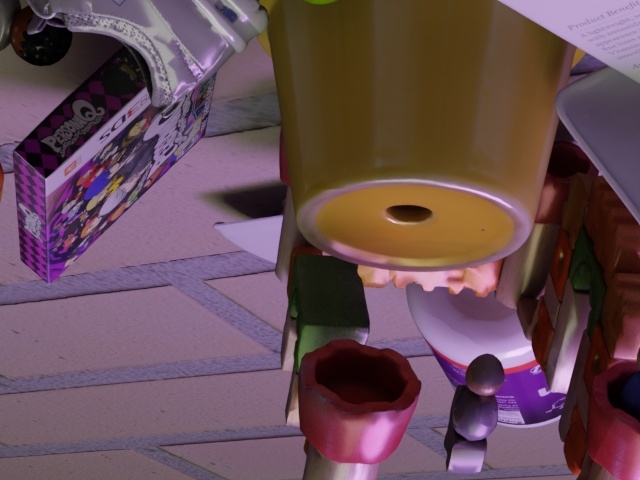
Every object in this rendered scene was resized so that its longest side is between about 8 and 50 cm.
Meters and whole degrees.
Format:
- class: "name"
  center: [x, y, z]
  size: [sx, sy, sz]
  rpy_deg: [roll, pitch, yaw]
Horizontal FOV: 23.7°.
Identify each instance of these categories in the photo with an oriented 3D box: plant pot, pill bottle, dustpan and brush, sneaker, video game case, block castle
- class: "plant pot"
  center: [0.070, -0.117, 1.082]
  size: [0.254, 0.239, 0.254]
  rpy_deg: [4, 157, 2]
- class: "pill bottle"
  center: [0.208, 0.092, 1.640]
  size: [0.181, 0.182, 0.323]
  rpy_deg: [-3, 157, 15]
- class: "dustpan and brush"
  center: [0.000, 0.000, 1.633]
  size: [0.147, 0.060, 0.211]
  rpy_deg: [-8, 148, 29]
- class: "sneaker"
  center: [-0.171, -0.191, 0.997]
  size: [0.281, 0.115, 0.105]
  rpy_deg: [37, -179, -12]
- class: "video game case"
  center: [-0.167, -0.083, 1.270]
  size: [0.042, 0.210, 0.232]
  rpy_deg: [41, 157, 8]
- class: "block castle"
  center: [0.118, 0.049, 1.239]
  size: [0.303, 0.453, 0.213]
  rpy_deg: [6, 120, -7]

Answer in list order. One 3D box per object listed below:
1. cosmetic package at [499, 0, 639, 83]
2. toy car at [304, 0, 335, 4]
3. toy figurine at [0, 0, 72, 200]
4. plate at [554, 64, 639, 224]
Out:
- class: "cosmetic package"
  center: [0.212, -0.209, 0.946]
  size: [0.183, 0.151, 0.151]
  rpy_deg: [23, 151, -39]
- class: "toy car"
  center: [-0.073, -0.242, 0.950]
  size: [0.188, 0.149, 0.155]
  rpy_deg: [9, 167, 19]
- class: "toy figurine"
  center: [-0.274, -0.139, 1.117]
  size: [0.148, 0.213, 0.209]
  rpy_deg: [18, 159, 7]
- class: "plate"
  center: [0.333, -0.036, 1.048]
  size: [0.278, 0.277, 0.045]
  rpy_deg: [-28, 166, -21]
